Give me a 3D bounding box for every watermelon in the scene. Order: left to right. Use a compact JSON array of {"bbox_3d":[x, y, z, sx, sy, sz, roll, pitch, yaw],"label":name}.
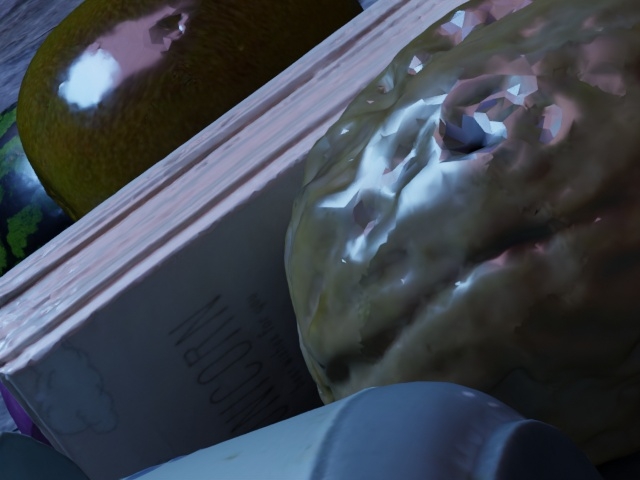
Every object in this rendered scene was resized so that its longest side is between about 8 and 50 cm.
[{"bbox_3d":[-0.205,-0.039,1.286,0.094,0.135,0.125,-4,-4,-43],"label":"watermelon"}]

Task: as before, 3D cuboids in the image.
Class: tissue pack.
[{"bbox_3d":[0.000,0.000,0.838,0.325,0.170,0.071,-37,49,-11],"label":"tissue pack"}]

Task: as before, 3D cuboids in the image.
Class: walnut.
[{"bbox_3d":[0.096,-0.006,0.712,0.245,0.198,0.198,-34,23,4],"label":"walnut"}]

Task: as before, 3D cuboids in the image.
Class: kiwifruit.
[{"bbox_3d":[-0.070,-0.089,1.081,0.234,0.196,0.196,-34,23,-14],"label":"kiwifruit"}]

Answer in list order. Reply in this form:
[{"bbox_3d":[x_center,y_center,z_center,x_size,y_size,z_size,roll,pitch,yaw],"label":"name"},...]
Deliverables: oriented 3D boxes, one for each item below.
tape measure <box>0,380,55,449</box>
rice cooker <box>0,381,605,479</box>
[{"bbox_3d":[-0.106,0.062,0.905,0.125,0.118,0.074,-56,51,29],"label":"tape measure"},{"bbox_3d":[-0.035,0.183,0.418,0.317,0.264,0.316,-10,65,23],"label":"rice cooker"}]
